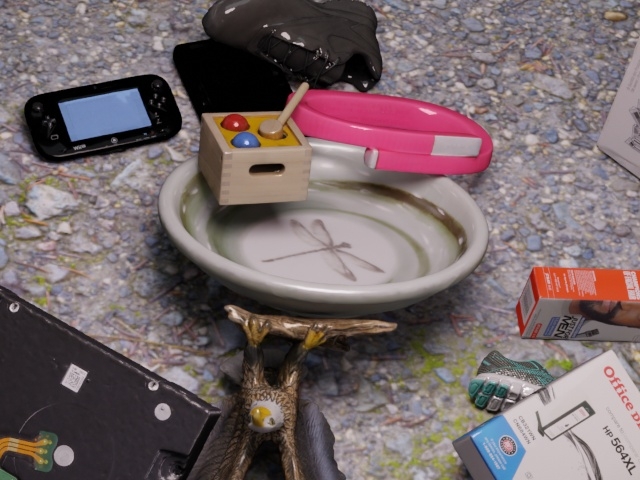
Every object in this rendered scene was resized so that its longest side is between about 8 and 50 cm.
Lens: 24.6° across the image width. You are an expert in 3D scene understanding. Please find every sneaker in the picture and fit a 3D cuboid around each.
[{"bbox_3d":[0.264,0.176,1.771,0.166,0.065,0.076,19,44,0],"label":"sneaker"},{"bbox_3d":[-0.026,-0.273,2.010,0.286,0.109,0.130,3,58,-33],"label":"sneaker"}]

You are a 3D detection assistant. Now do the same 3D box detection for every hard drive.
[{"bbox_3d":[-0.306,0.203,1.564,0.339,0.064,0.237,27,89,11],"label":"hard drive"}]

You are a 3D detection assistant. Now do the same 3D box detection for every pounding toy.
[{"bbox_3d":[-0.068,-0.119,1.783,0.141,0.100,0.130,-4,31,-19],"label":"pounding toy"}]

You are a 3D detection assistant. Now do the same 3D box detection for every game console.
[{"bbox_3d":[-0.208,-0.169,1.967,0.361,0.044,0.213,-14,55,-20],"label":"game console"}]

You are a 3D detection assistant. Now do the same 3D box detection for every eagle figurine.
[{"bbox_3d":[-0.058,0.225,1.619,0.226,0.225,0.298,0,81,38],"label":"eagle figurine"}]

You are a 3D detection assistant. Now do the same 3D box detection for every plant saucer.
[{"bbox_3d":[0.000,0.000,1.789,0.400,0.100,0.400,6,28,-3],"label":"plant saucer"}]

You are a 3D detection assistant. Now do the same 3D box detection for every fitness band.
[{"bbox_3d":[0.092,-0.143,1.926,0.291,0.054,0.209,3,19,-28],"label":"fitness band"}]

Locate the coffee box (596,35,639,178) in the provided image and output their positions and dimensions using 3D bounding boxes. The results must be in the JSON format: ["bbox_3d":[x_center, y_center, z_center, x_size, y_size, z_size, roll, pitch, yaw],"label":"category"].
[{"bbox_3d":[0.636,-0.221,1.975,0.338,0.337,0.334,39,54,20],"label":"coffee box"}]

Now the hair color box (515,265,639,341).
[{"bbox_3d":[0.338,0.081,1.838,0.167,0.093,0.053,1,53,-9],"label":"hair color box"}]

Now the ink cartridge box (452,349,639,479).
[{"bbox_3d":[0.277,0.237,1.661,0.203,0.086,0.148,-29,81,-16],"label":"ink cartridge box"}]
